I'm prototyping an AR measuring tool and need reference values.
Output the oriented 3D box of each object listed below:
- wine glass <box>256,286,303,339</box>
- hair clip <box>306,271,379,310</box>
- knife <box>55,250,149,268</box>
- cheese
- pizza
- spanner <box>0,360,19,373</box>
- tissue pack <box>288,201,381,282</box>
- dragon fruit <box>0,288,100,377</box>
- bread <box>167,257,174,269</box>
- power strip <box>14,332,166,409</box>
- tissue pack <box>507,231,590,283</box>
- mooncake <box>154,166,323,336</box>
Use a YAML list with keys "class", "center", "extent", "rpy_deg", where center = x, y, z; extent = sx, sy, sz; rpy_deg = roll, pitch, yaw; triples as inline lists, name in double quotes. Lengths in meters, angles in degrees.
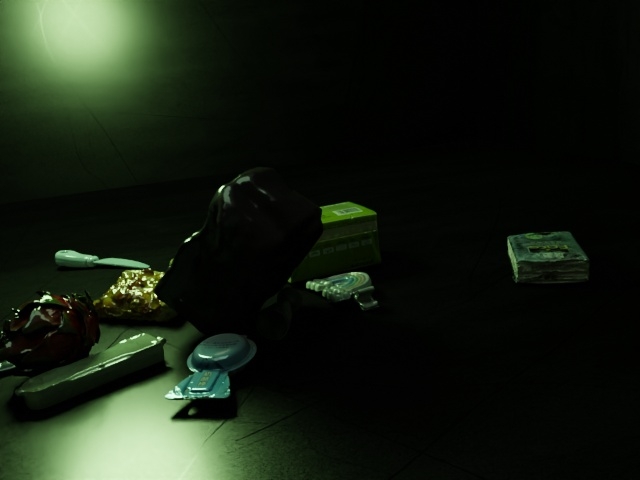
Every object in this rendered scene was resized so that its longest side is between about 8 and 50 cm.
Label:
- class: "wine glass"
  center: [-0.086, 0.158, 1.333]
  extent: [0.073, 0.073, 0.155]
  rpy_deg: [-1, 17, 14]
- class: "hair clip"
  center: [0.066, 0.120, 1.473]
  extent: [0.140, 0.054, 0.220]
  rpy_deg: [-19, 17, -21]
- class: "knife"
  center: [-0.685, 0.067, 1.894]
  extent: [0.331, 0.044, 0.080]
  rpy_deg: [4, 11, 11]
- class: "cheese"
  center: [-0.198, 0.236, 1.138]
  extent: [0.135, 0.052, 0.244]
  rpy_deg: [-5, 17, 10]
- class: "pizza"
  center: [-0.468, 0.135, 1.509]
  extent: [0.226, 0.086, 0.335]
  rpy_deg: [-14, 20, -32]
- class: "spanner"
  center: [-0.720, 0.283, 1.193]
  extent: [0.316, 0.024, 0.087]
  rpy_deg: [-13, 20, -29]
- class: "tissue pack"
  center: [0.000, 0.000, 1.677]
  extent: [0.275, 0.167, 0.200]
  rpy_deg: [-13, 16, -21]
- class: "dragon fruit"
  center: [-0.545, 0.188, 1.204]
  extent: [0.189, 0.182, 0.182]
  rpy_deg: [-4, 15, -19]
- class: "bread"
  center: [-0.318, 0.102, 1.568]
  extent: [0.087, 0.098, 0.269]
  rpy_deg: [-55, 32, -10]
- class: "power strip"
  center: [-0.439, 0.252, 1.160]
  extent: [0.286, 0.048, 0.080]
  rpy_deg: [-19, 19, -38]
- class: "tissue pack"
  center: [0.577, 0.041, 1.530]
  extent: [0.173, 0.073, 0.235]
  rpy_deg: [-2, 16, 14]
- class: "mooncake"
  center: [-0.155, 0.025, 1.311]
  extent: [0.212, 0.381, 0.350]
  rpy_deg: [39, 42, 3]
